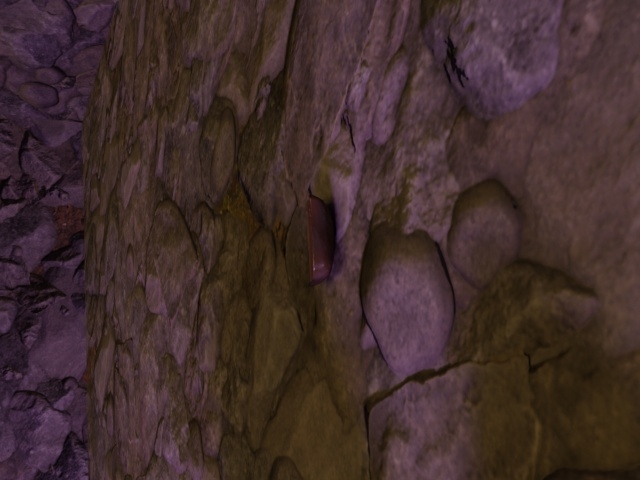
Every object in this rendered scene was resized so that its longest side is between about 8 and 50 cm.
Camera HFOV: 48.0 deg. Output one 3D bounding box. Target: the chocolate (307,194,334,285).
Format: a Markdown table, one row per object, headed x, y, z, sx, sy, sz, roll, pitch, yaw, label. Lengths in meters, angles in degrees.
| x | y | z | sx | sy | sz | roll | pitch | yaw | label |
| --- | --- | --- | --- | --- | --- | --- | --- | --- | --- |
| 0.000 | 0.000 | 0.826 | 0.064 | 0.031 | 0.100 | 111 | 158 | -67 | chocolate |
